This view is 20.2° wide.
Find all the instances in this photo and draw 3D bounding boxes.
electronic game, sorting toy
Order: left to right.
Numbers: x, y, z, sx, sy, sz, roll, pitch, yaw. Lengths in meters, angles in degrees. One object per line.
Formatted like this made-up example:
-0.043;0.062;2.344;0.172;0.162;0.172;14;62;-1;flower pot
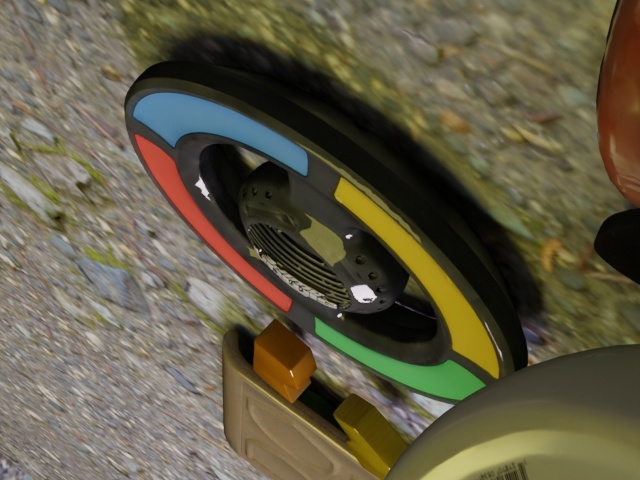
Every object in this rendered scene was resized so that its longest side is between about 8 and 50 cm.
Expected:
0.000;0.000;0.845;0.229;0.048;0.229;34;161;13;electronic game
0.024;0.145;1.171;0.229;0.041;0.307;40;162;11;sorting toy

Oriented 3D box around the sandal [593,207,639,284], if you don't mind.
0.172;0.048;0.640;0.179;0.040;0.067;36;163;10;sandal

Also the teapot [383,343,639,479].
0.138;0.150;0.615;0.187;0.253;0.256;-5;-151;-47;teapot

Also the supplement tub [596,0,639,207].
0.167;-0.020;0.390;0.198;0.106;0.106;27;158;31;supplement tub
